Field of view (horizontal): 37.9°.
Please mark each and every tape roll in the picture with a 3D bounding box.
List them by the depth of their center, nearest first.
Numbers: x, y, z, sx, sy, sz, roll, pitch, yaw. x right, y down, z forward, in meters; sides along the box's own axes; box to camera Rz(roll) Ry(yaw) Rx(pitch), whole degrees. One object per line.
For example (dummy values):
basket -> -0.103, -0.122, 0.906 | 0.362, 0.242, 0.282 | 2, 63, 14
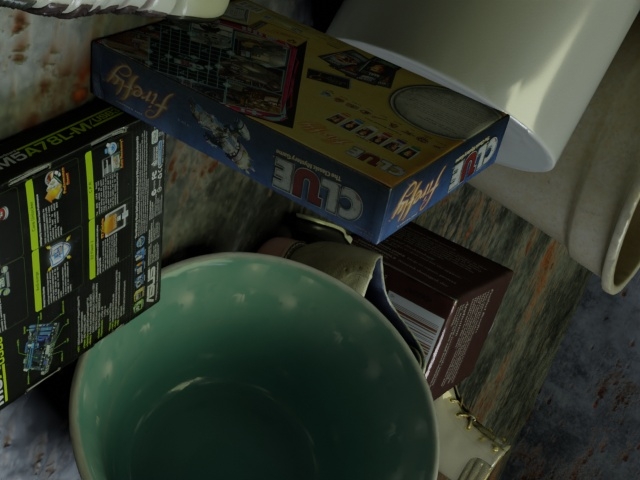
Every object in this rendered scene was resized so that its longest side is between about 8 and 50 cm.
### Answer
tape roll -> 0.144, -0.194, 0.861 | 0.169, 0.246, 0.246 | -62, 156, -1

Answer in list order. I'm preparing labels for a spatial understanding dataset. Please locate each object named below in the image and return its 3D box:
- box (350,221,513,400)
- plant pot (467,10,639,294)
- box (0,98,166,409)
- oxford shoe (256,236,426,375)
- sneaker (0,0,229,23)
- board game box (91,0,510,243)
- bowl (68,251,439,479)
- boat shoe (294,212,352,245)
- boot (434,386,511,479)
box -> 0.112, 0.092, 1.188 | 0.203, 0.167, 0.168 | -15, 128, -59
plant pot -> 0.276, -0.153, 1.089 | 0.334, 0.306, 0.333 | -44, 150, -34
box -> -0.187, 0.009, 0.664 | 0.184, 0.045, 0.190 | -35, 145, -42
oxford shoe -> 0.044, 0.175, 1.011 | 0.140, 0.147, 0.396 | -59, 139, -45
sneaker -> -0.129, -0.209, 0.503 | 0.281, 0.107, 0.162 | -30, 136, -67
board game box -> -0.014, -0.095, 0.651 | 0.165, 0.243, 0.042 | -32, 143, -47
bowl -> -0.068, 0.183, 0.824 | 0.311, 0.311, 0.163 | -42, 168, -37
boat shoe -> 0.002, 0.001, 1.019 | 0.042, 0.049, 0.133 | -68, 161, -6
boot -> 0.243, 0.291, 1.606 | 0.095, 0.203, 0.261 | -1, 118, -64
